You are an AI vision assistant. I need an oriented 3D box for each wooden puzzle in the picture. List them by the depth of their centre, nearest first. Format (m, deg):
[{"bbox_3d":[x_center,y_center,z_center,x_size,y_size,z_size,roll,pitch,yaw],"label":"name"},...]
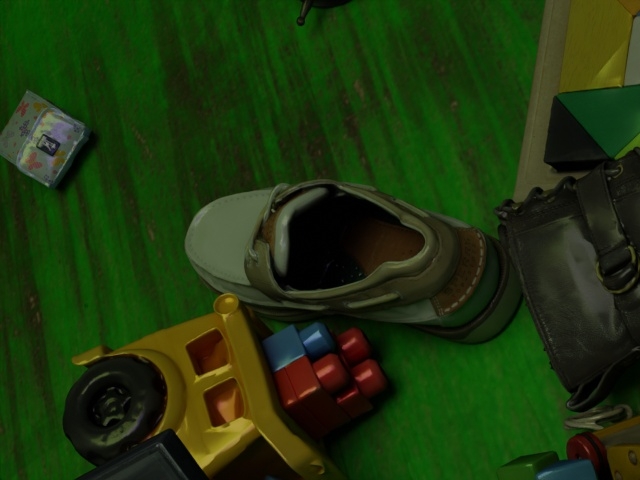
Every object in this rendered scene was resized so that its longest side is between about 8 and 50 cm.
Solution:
[{"bbox_3d":[0.234,-0.125,0.966,0.221,0.044,0.239,-2,66,40],"label":"wooden puzzle"}]

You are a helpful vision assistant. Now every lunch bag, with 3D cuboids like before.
[{"bbox_3d":[-0.261,-0.094,1.368,0.083,0.053,0.071,34,93,36],"label":"lunch bag"}]

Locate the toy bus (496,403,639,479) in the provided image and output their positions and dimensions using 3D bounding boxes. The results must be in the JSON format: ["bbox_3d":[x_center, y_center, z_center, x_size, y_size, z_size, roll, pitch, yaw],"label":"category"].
[{"bbox_3d":[0.214,0.142,0.790,0.191,0.202,0.104,-17,87,25],"label":"toy bus"}]

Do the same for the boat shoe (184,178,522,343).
[{"bbox_3d":[0.000,0.000,1.055,0.302,0.103,0.113,5,70,42],"label":"boat shoe"}]

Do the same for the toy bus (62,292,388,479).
[{"bbox_3d":[-0.047,0.150,1.004,0.211,0.149,0.220,-27,53,7],"label":"toy bus"}]

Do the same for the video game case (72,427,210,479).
[{"bbox_3d":[-0.088,0.267,0.899,0.196,0.274,0.026,-30,12,25],"label":"video game case"}]

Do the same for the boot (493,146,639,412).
[{"bbox_3d":[0.204,-0.049,0.875,0.229,0.091,0.263,-23,63,32],"label":"boot"}]

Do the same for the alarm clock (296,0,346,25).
[{"bbox_3d":[0.004,-0.284,1.240,0.129,0.064,0.192,-30,48,25],"label":"alarm clock"}]
